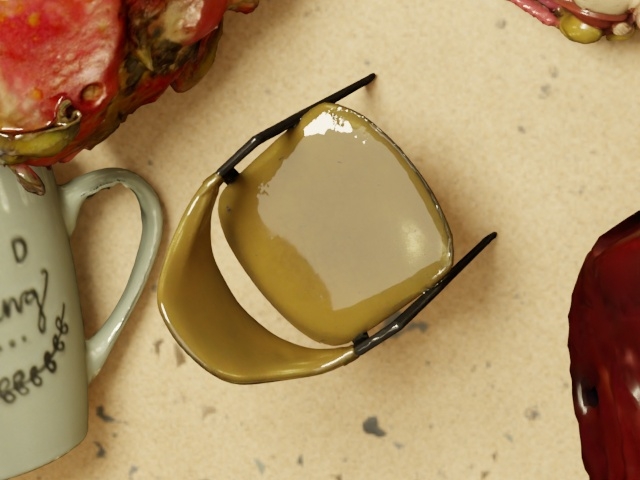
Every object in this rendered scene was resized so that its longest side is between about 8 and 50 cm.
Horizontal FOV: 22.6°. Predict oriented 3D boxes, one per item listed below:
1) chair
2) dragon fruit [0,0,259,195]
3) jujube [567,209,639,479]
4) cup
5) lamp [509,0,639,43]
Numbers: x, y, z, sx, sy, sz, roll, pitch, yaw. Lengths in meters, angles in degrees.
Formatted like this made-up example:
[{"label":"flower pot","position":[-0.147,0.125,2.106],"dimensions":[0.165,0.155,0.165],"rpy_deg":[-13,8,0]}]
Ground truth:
[{"label":"chair","position":[0.000,0.000,1.116],"dimensions":[0.172,0.247,0.159],"rpy_deg":[-38,89,14]},{"label":"dragon fruit","position":[-0.160,-0.237,1.101],"dimensions":[0.263,0.296,0.314],"rpy_deg":[-30,99,11]},{"label":"jujube","position":[0.300,0.123,1.078],"dimensions":[0.258,0.258,0.377],"rpy_deg":[-5,89,13]},{"label":"cup","position":[-0.234,0.046,1.230],"dimensions":[0.258,0.186,0.234],"rpy_deg":[-19,103,-13]},{"label":"lamp","position":[0.206,-0.184,1.114],"dimensions":[0.253,0.118,0.118],"rpy_deg":[35,104,7]}]
